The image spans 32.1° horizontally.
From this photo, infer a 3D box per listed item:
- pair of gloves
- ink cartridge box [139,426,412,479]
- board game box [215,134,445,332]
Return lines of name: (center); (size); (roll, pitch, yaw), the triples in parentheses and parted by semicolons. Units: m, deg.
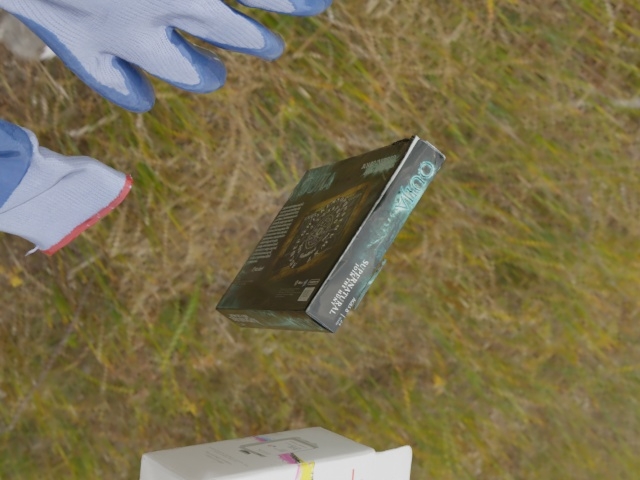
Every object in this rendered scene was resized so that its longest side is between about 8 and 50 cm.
pair of gloves: (-0.095, -0.051, 0.330); (0.198, 0.023, 0.159); (-35, 151, 24)
ink cartridge box: (-0.029, 0.198, 0.774); (0.198, 0.067, 0.115); (1, 98, -41)
board game box: (0.000, 0.000, 0.716); (0.026, 0.186, 0.126); (37, 76, -15)
